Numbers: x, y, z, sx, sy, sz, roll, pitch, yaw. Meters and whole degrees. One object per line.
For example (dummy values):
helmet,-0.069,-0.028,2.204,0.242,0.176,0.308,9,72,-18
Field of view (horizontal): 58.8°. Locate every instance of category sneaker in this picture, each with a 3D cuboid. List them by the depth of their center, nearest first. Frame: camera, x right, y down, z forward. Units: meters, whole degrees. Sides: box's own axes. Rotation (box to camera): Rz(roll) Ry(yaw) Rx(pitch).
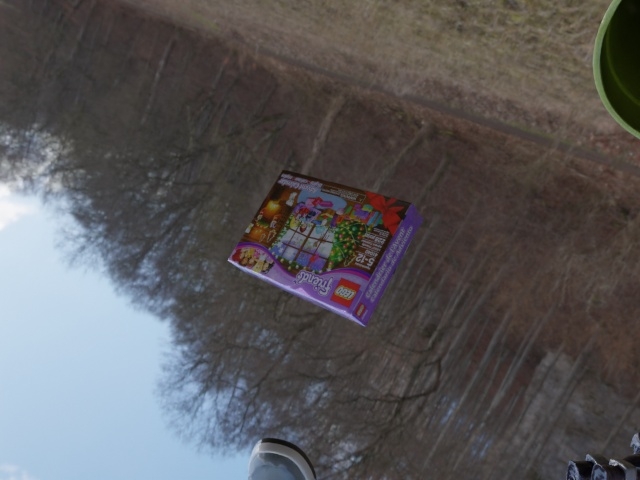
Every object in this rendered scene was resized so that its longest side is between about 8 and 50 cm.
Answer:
sneaker,-0.085,0.456,0.864,0.124,0.295,0.178,7,-146,10

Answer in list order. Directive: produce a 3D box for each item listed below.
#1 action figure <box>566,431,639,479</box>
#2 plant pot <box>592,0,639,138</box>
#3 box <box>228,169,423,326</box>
action figure,0.578,0.393,0.979,0.285,0.099,0.185,-6,-176,-10
plant pot,0.644,-0.384,0.896,0.366,0.366,0.353,22,-129,7
box,0.000,0.000,0.958,0.293,0.201,0.057,19,164,39
